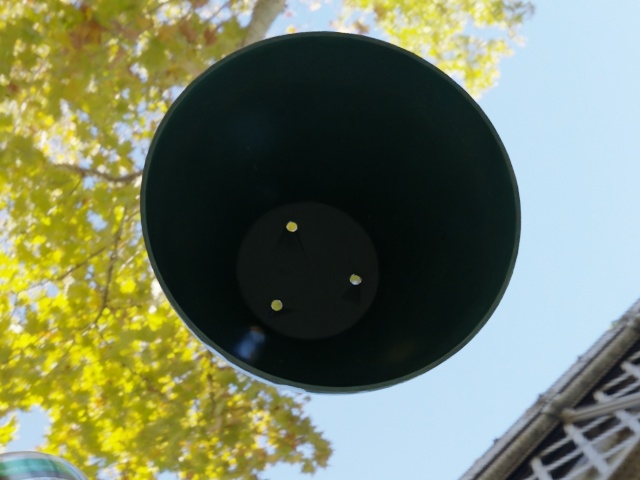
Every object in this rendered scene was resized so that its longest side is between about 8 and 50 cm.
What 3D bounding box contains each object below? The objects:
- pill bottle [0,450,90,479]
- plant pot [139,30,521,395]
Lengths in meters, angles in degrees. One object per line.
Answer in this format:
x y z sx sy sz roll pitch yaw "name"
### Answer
-0.192 0.338 0.667 0.204 0.361 0.204 -19 -56 -31 "pill bottle"
0.000 0.000 0.760 0.290 0.195 0.290 2 -109 -6 "plant pot"
